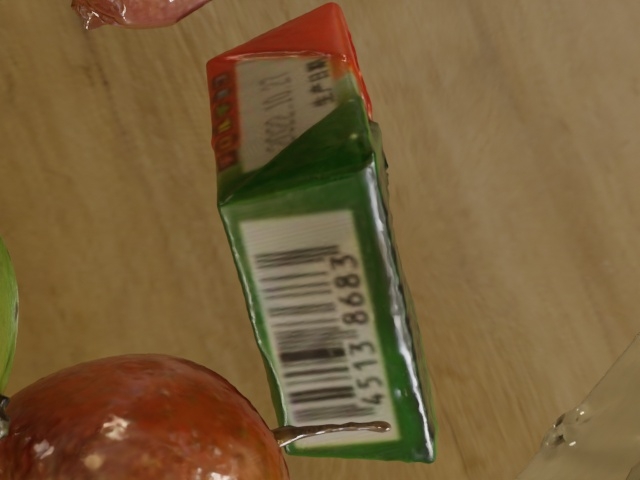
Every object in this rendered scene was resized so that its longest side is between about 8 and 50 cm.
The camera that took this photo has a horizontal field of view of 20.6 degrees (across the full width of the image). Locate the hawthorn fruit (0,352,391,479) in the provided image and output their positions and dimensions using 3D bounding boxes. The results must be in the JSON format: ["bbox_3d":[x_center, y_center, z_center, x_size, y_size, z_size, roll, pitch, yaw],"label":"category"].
[{"bbox_3d":[-0.133,0.188,1.225,0.235,0.263,0.231,40,116,-5],"label":"hawthorn fruit"}]

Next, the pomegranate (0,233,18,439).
[{"bbox_3d":[-0.277,0.040,0.911,0.263,0.211,0.211,26,91,9],"label":"pomegranate"}]

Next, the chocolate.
[{"bbox_3d":[0.000,0.000,1.759,0.161,0.341,0.360,-12,123,1],"label":"chocolate"}]

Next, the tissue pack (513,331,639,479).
[{"bbox_3d":[0.198,0.165,0.412,0.266,0.194,0.356,-48,112,-13],"label":"tissue pack"}]

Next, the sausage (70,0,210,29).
[{"bbox_3d":[-0.121,-0.282,1.561,0.254,0.148,0.148,-36,88,9],"label":"sausage"}]
